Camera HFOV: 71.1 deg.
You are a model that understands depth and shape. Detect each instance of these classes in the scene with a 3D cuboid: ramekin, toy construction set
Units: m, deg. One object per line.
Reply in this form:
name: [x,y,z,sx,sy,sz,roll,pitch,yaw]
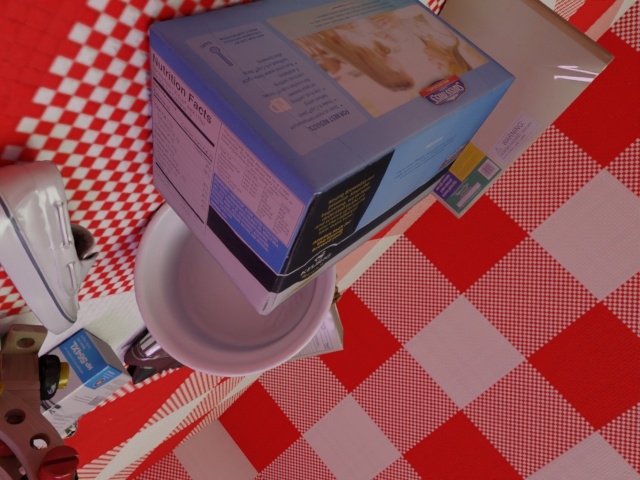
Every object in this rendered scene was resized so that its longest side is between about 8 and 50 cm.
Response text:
ramekin: [-0.117,0.051,0.673,0.277,0.277,0.135,-42,175,-4]
toy construction set: [-0.398,0.162,0.473,0.257,0.237,0.309,-4,132,-20]

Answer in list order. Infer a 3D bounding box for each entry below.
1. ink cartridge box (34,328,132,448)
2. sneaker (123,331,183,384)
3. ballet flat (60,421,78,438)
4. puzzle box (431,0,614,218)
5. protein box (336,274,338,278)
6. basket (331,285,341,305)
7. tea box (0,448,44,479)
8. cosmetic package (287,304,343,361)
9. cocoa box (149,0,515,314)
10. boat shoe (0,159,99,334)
ink cartridge box: [-0.445,0.259,0.754,0.203,0.086,0.148,-37,165,-21]
sneaker: [-0.356,0.263,1.034,0.162,0.106,0.281,-36,156,-5]
ballet flat: [-0.525,0.360,0.888,0.070,0.070,0.188,-37,165,-24]
puzzle box: [0.281,-0.254,0.853,0.052,0.272,0.409,-39,168,-35]
protein box: [-0.112,0.072,0.908,0.201,0.136,0.200,-44,147,9]
basket: [-0.124,0.122,1.240,0.213,0.223,0.299,-8,-164,44]
tea box: [-0.744,0.692,0.958,0.323,0.220,0.329,-48,166,26]
cosmetic package: [-0.088,0.277,1.387,0.296,0.153,0.129,-13,-164,8]
cocoa box: [0.010,-0.129,0.536,0.347,0.231,0.228,-34,162,-34]
boat shoe: [-0.278,0.019,0.470,0.084,0.095,0.258,-30,163,-30]
